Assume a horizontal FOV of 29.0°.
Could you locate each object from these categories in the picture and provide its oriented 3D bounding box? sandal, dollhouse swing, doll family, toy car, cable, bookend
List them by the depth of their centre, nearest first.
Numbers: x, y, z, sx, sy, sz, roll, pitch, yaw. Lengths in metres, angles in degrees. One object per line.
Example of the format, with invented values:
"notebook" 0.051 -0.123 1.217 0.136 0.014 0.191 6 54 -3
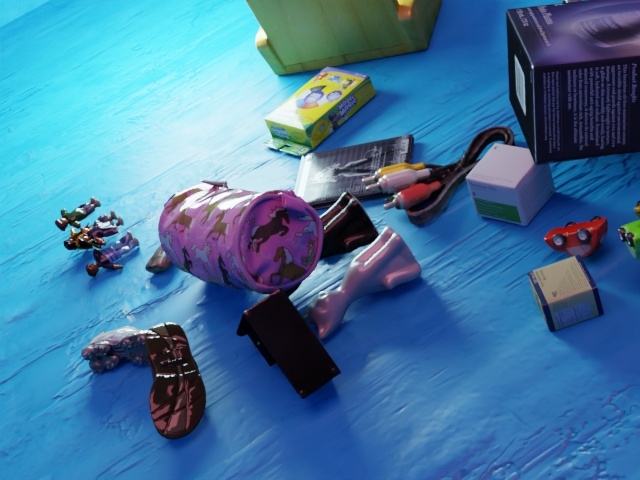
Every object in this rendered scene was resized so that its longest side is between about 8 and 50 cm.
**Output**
"toy car" 0.463 -0.010 1.820 0.239 0.053 0.225 -20 10 4
"bookend" -0.052 0.169 1.891 0.072 0.156 0.157 -34 -7 -15
"sandal" -0.232 0.224 1.939 0.090 0.060 0.219 -12 46 -11
"cable" 0.221 -0.121 2.135 0.287 0.072 0.139 -27 41 -6
"doll family" -0.431 -0.004 2.344 0.111 0.076 0.193 -35 40 -24
"dollhouse swing" 0.032 -0.539 2.587 0.347 0.305 0.315 -7 38 23

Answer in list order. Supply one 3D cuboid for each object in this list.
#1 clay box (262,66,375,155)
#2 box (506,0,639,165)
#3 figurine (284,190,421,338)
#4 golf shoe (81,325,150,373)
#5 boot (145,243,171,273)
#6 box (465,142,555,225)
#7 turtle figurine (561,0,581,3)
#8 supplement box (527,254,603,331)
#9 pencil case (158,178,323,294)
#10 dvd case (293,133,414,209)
"clay box" -0.011 -0.258 2.458 0.127 0.053 0.222 19 52 44
"box" 0.472 -0.276 2.029 0.294 0.182 0.296 -6 28 2
"figurine" 0.026 0.049 2.017 0.209 0.092 0.215 -39 42 -8
"golf shoe" -0.312 0.165 2.066 0.176 0.069 0.086 -8 32 19
"boot" -0.259 0.015 2.252 0.106 0.037 0.114 -13 31 36
"box" 0.313 -0.093 2.032 0.101 0.087 0.102 15 50 39
"turtle figurine" 0.488 -0.363 2.213 0.234 0.175 0.118 -38 16 4
"supplement box" 0.359 0.077 1.813 0.083 0.056 0.083 -20 35 4
"pencil case" -0.136 -0.010 2.026 0.160 0.167 0.386 -24 15 -22
"dvd case" 0.060 -0.123 2.273 0.221 0.018 0.164 -9 39 17
